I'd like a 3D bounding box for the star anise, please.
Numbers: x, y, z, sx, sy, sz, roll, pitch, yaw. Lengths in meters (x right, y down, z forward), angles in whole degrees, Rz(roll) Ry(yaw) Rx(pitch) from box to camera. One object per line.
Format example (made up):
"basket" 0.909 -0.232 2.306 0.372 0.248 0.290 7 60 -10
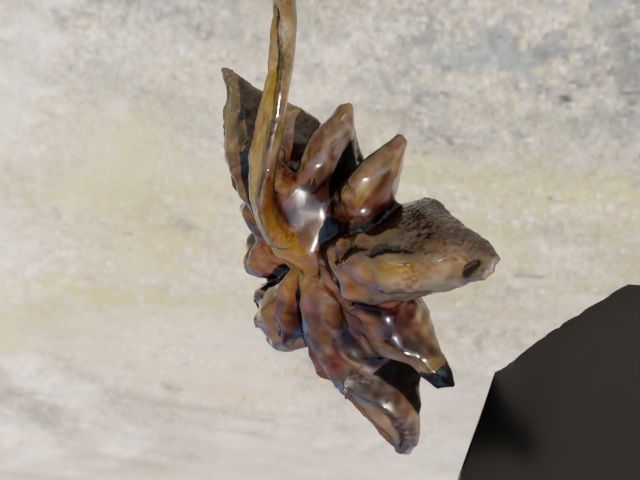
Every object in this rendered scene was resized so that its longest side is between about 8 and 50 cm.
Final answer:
"star anise" 0.003 0.000 0.886 0.292 0.109 0.349 39 140 17

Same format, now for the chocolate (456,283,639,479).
"chocolate" 0.304 0.248 0.809 0.383 0.384 0.331 0 129 19
